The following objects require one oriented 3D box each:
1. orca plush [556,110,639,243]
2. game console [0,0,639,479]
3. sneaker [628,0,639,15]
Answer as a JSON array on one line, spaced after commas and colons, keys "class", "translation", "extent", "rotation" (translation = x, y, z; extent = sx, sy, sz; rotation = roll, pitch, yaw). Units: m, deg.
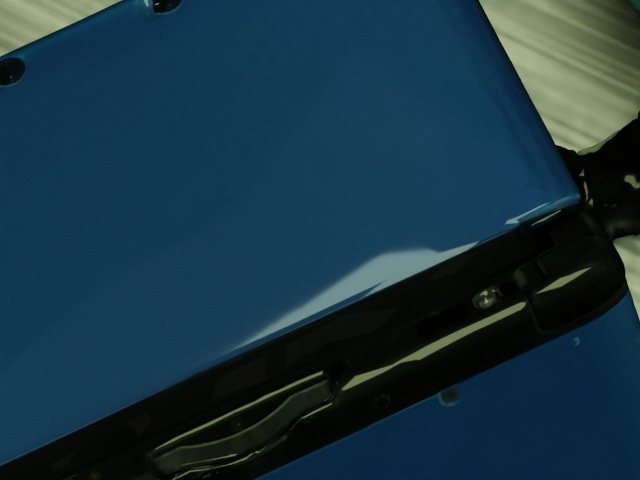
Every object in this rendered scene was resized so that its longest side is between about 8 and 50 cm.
[{"class": "orca plush", "translation": [0.196, -0.099, 0.774], "extent": [0.287, 0.102, 0.151], "rotation": [-25, 81, -1]}, {"class": "game console", "translation": [-0.035, 0.053, 0.766], "extent": [0.293, 0.250, 0.173], "rotation": [-24, 38, -1]}, {"class": "sneaker", "translation": [0.169, -0.205, 0.746], "extent": [0.104, 0.125, 0.262], "rotation": [-3, 54, 39]}]
